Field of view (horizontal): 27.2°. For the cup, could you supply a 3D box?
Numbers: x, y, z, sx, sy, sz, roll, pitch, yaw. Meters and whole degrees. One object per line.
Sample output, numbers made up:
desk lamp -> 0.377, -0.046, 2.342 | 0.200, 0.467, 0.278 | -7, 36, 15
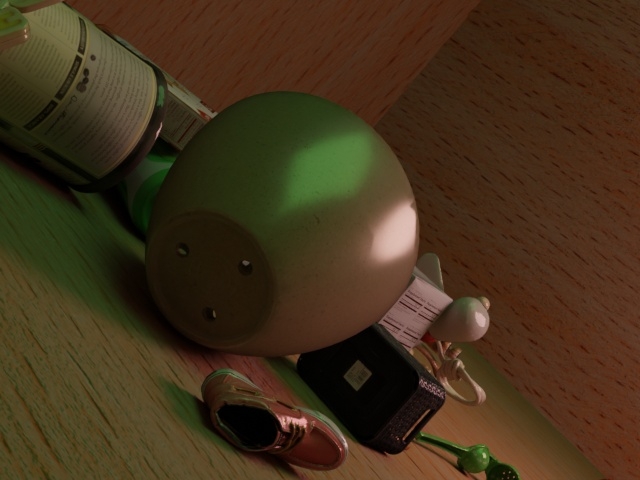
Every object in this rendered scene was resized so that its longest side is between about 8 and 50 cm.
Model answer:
cup -> -0.076, 0.009, 1.576 | 0.331, 0.331, 0.237 | 41, 30, 6

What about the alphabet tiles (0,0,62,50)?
alphabet tiles -> -0.444, -0.277, 1.512 | 0.284, 0.278, 0.021 | 46, -29, 43

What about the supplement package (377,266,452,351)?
supplement package -> 0.055, 0.095, 2.080 | 0.194, 0.203, 0.149 | 43, 6, 32

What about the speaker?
speaker -> -0.246, -0.095, 1.969 | 0.131, 0.131, 0.296 | 37, 6, -30

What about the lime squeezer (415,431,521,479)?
lime squeezer -> 0.262, 0.379, 2.107 | 0.310, 0.059, 0.110 | 41, 35, -12

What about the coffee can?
coffee can -> -0.361, -0.210, 1.703 | 0.275, 0.201, 0.201 | 35, 8, -44

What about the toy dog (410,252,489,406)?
toy dog -> 0.179, 0.126, 2.238 | 0.334, 0.161, 0.220 | 15, -47, 42

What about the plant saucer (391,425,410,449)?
plant saucer -> 0.101, 0.276, 1.950 | 0.083, 0.013, 0.083 | 39, 6, -5

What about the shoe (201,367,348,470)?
shoe -> -0.043, 0.199, 1.361 | 0.178, 0.063, 0.081 | 33, 9, -18

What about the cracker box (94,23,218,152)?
cracker box -> -0.258, -0.224, 1.942 | 0.232, 0.067, 0.156 | 39, 7, -5

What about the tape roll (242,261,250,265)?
tape roll -> -0.060, 0.028, 1.831 | 0.219, 0.072, 0.219 | 38, -14, 11

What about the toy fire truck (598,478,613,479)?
toy fire truck -> 0.360, 0.454, 1.637 | 0.302, 0.169, 0.254 | 40, 24, 9

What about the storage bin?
storage bin -> 0.068, 0.192, 1.822 | 0.180, 0.122, 0.084 | 45, 7, 38

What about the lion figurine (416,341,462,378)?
lion figurine -> 0.136, 0.173, 2.540 | 0.240, 0.142, 0.392 | 34, -10, 14
